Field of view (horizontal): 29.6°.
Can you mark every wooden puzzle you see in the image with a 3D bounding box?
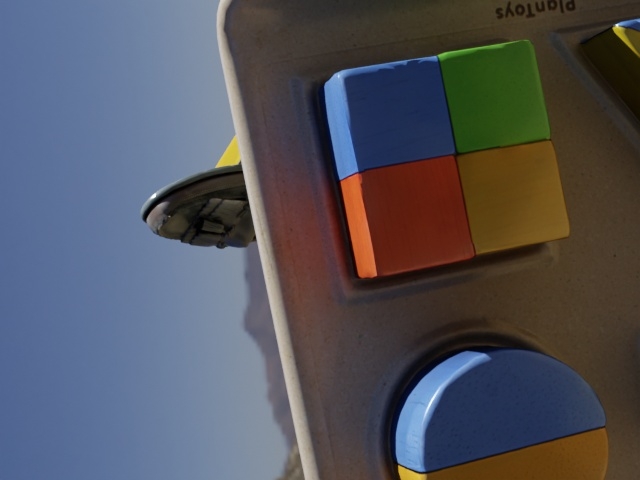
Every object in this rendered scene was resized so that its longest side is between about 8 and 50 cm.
[{"bbox_3d":[0.139,0.016,0.582,0.080,0.322,0.347,-175,74,-77],"label":"wooden puzzle"}]

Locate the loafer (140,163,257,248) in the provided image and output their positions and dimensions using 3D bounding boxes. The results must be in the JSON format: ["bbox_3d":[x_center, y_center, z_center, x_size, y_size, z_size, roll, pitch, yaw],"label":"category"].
[{"bbox_3d":[-0.076,-0.032,1.366,0.096,0.268,0.084,-48,65,39],"label":"loafer"}]

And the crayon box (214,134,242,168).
[{"bbox_3d":[0.004,-0.124,1.553,0.083,0.323,0.203,51,118,32],"label":"crayon box"}]
